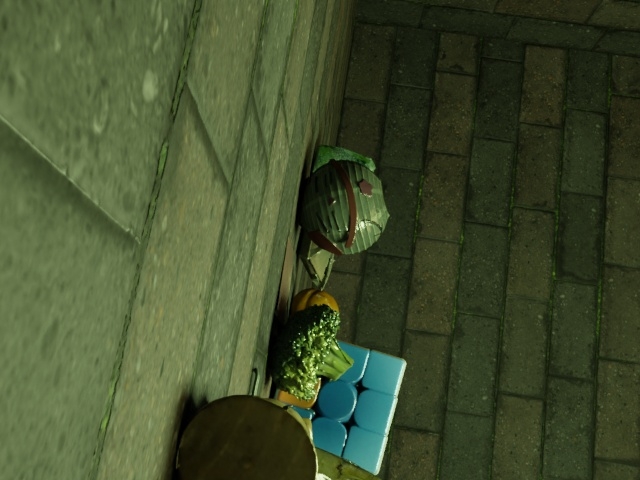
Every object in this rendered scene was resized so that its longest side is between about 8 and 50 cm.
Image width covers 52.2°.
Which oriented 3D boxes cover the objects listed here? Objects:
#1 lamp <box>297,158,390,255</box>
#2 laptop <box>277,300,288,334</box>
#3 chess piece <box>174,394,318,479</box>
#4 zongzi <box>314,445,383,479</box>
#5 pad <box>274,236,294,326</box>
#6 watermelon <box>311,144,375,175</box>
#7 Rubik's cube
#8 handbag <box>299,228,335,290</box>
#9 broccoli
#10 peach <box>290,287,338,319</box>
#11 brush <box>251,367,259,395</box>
[{"bbox_3d":[0.054,-0.080,1.649,0.233,0.233,0.265,94,-17,-64],"label":"lamp"},{"bbox_3d":[-0.089,0.188,1.604,0.135,0.016,0.197,-81,178,-47],"label":"laptop"},{"bbox_3d":[-0.074,0.234,0.750,0.301,0.137,0.137,106,-7,-80],"label":"chess piece"},{"bbox_3d":[0.001,0.508,1.349,0.360,0.322,0.160,84,22,-66],"label":"zongzi"},{"bbox_3d":[-0.080,0.096,1.483,0.113,0.006,0.188,74,22,-68],"label":"pad"},{"bbox_3d":[0.044,-0.163,2.018,0.257,0.192,0.140,121,-18,-57],"label":"watermelon"},{"bbox_3d":[0.038,0.423,1.709,0.291,0.291,0.290,87,20,-73],"label":"Rubik's cube"},{"bbox_3d":[0.000,0.000,1.897,0.182,0.117,0.270,67,23,-46],"label":"handbag"},{"bbox_3d":[-0.020,0.244,1.449,0.176,0.226,0.198,53,21,-14],"label":"broccoli"},{"bbox_3d":[-0.021,0.208,1.882,0.138,0.138,0.138,8,90,-88],"label":"peach"},{"bbox_3d":[-0.124,0.346,1.103,0.062,0.027,0.266,95,4,-65],"label":"brush"}]
